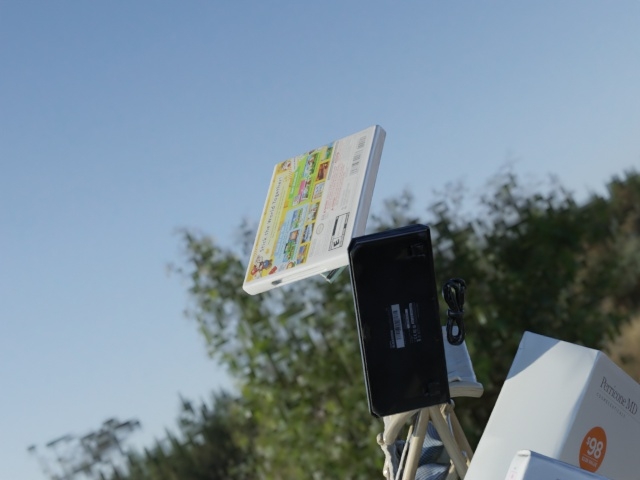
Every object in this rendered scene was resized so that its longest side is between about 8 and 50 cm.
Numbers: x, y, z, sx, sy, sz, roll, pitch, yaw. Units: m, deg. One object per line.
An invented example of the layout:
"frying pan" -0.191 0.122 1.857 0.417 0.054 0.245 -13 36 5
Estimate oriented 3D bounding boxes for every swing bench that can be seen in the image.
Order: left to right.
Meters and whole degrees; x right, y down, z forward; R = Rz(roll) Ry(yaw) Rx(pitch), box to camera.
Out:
"swing bench" 0.167 0.294 2.213 0.165 0.255 0.253 -7 16 2

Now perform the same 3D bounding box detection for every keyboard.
"keyboard" 0.087 0.074 1.339 0.108 0.180 0.023 -11 18 -8

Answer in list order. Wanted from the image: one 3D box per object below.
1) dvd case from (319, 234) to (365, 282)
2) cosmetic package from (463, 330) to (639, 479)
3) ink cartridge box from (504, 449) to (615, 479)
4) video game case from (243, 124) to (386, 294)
"dvd case" 0.000 0.000 2.071 0.087 0.119 0.013 -48 -32 -11
"cosmetic package" 0.268 0.294 1.431 0.097 0.284 0.377 11 -17 40
"ink cartridge box" 0.198 0.294 1.048 0.066 0.189 0.232 116 174 -79
"video game case" -0.008 -0.043 2.030 0.206 0.227 0.026 -19 -44 39
